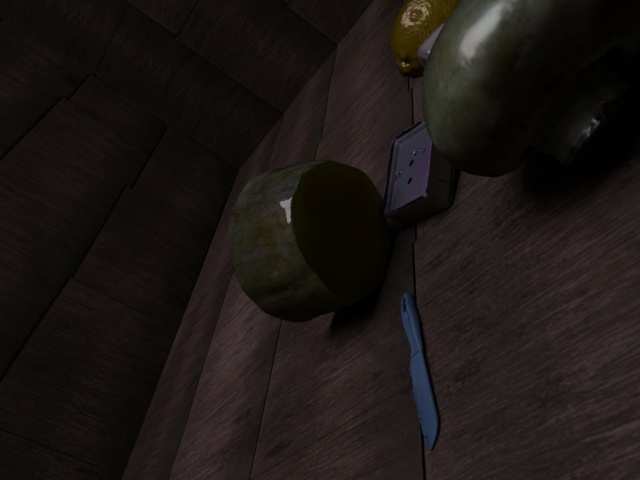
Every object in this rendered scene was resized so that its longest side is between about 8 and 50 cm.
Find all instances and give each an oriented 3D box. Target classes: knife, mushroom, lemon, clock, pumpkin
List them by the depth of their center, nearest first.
[{"bbox_3d":[0.302,-0.240,0.773,0.352,0.260,0.352,-36,-21,-16],"label":"mushroom"},{"bbox_3d":[0.150,0.188,0.873,0.044,0.019,0.313,-56,18,29],"label":"knife"},{"bbox_3d":[0.000,0.000,1.120,0.199,0.332,0.332,-5,54,51],"label":"pumpkin"},{"bbox_3d":[0.202,-0.142,1.121,0.147,0.071,0.192,-28,46,55],"label":"clock"},{"bbox_3d":[0.278,-0.513,1.355,0.260,0.204,0.204,-54,19,10],"label":"lemon"}]

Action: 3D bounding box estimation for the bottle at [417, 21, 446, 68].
[{"bbox_3d":[0.340,-0.446,1.206,0.236,0.147,0.147,-46,21,10],"label":"bottle"}]
